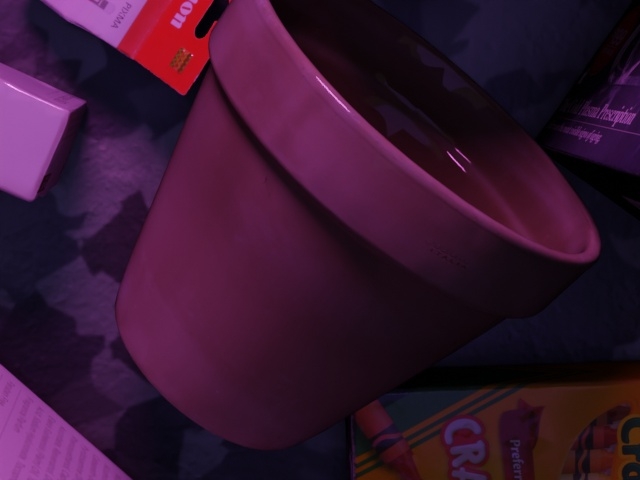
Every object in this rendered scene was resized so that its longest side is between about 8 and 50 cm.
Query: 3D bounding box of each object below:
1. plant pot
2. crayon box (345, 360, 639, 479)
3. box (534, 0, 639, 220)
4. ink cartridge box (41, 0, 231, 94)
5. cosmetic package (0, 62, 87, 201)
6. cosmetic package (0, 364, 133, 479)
[{"bbox_3d":[0.000,0.000,0.982,0.323,0.323,0.280,37,111,-7],"label":"plant pot"},{"bbox_3d":[0.182,0.208,1.114,0.318,0.081,0.202,-3,98,-3],"label":"crayon box"},{"bbox_3d":[0.342,-0.138,0.941,0.179,0.343,0.312,35,95,-7],"label":"box"},{"bbox_3d":[-0.137,-0.217,1.011,0.179,0.045,0.145,37,96,28],"label":"ink cartridge box"},{"bbox_3d":[-0.307,-0.118,1.023,0.231,0.117,0.085,23,98,-7],"label":"cosmetic package"},{"bbox_3d":[-0.264,0.341,0.980,0.393,0.327,0.329,43,94,-11],"label":"cosmetic package"}]
